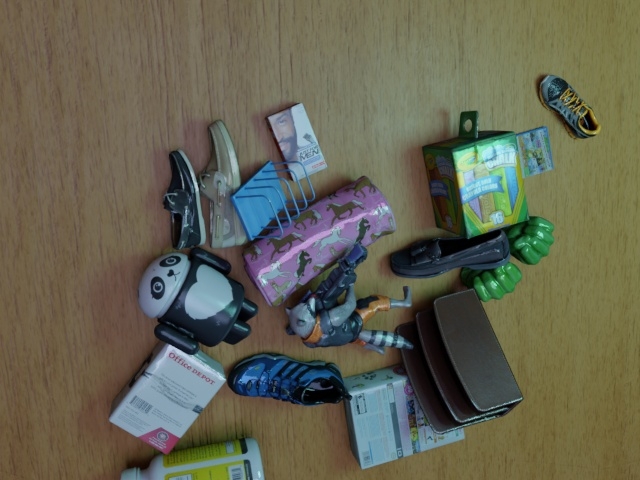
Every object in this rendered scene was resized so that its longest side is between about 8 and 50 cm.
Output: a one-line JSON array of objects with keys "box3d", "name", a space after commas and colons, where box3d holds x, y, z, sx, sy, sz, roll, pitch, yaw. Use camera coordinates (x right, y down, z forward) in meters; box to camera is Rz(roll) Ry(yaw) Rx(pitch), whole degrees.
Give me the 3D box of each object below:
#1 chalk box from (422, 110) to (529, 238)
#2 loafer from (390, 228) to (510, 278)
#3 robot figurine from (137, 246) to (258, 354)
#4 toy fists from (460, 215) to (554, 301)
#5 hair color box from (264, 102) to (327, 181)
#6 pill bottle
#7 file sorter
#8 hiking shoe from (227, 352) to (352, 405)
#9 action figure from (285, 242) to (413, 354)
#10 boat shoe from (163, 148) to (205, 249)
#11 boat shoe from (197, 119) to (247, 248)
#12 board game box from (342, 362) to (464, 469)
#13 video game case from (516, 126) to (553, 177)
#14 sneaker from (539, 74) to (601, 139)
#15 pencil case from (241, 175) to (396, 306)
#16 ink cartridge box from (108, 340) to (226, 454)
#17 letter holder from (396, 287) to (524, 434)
[{"box3d": [0.380, -0.176, 1.607, 0.179, 0.180, 0.289, -17, 103, -11], "name": "chalk box"}, {"box3d": [0.323, 0.022, 1.626, 0.302, 0.109, 0.095, -7, 132, 11], "name": "loafer"}, {"box3d": [-0.287, 0.140, 1.498, 0.278, 0.209, 0.174, 30, 105, -18], "name": "robot figurine"}, {"box3d": [0.495, 0.043, 1.689, 0.279, 0.142, 0.096, -44, 118, -3], "name": "toy fists"}, {"box3d": [-0.058, -0.236, 1.549, 0.093, 0.053, 0.167, -25, 104, -8], "name": "hair color box"}, {"box3d": [-0.310, 0.605, 1.576, 0.333, 0.188, 0.188, -6, 102, -12], "name": "pill bottle"}, {"box3d": [-0.104, -0.096, 1.481, 0.170, 0.104, 0.118, -51, 130, -44], "name": "file sorter"}, {"box3d": [-0.079, 0.354, 1.615, 0.303, 0.132, 0.113, 2, 100, -14], "name": "hiking shoe"}, {"box3d": [0.077, 0.174, 1.548, 0.330, 0.179, 0.341, 3, 137, -30], "name": "action figure"}, {"box3d": [-0.324, -0.094, 1.486, 0.079, 0.084, 0.233, -14, 106, -29], "name": "boat shoe"}, {"box3d": [-0.239, -0.126, 1.498, 0.098, 0.109, 0.303, -10, 108, -13], "name": "boat shoe"}, {"box3d": [0.222, 0.455, 1.731, 0.303, 0.097, 0.224, -11, 103, -11], "name": "board game box"}, {"box3d": [0.541, -0.227, 1.722, 0.166, 0.015, 0.119, -17, 104, -10], "name": "video game case"}, {"box3d": [0.664, -0.354, 1.694, 0.215, 0.083, 0.084, 42, 90, -16], "name": "sneaker"}, {"box3d": [0.000, 0.000, 1.555, 0.386, 0.167, 0.160, -33, 75, -6], "name": "pencil case"}, {"box3d": [-0.369, 0.366, 1.560, 0.172, 0.100, 0.237, 38, 91, -18], "name": "ink cartridge box"}, {"box3d": [0.334, 0.306, 1.621, 0.214, 0.152, 0.302, -13, 62, -10], "name": "letter holder"}]
